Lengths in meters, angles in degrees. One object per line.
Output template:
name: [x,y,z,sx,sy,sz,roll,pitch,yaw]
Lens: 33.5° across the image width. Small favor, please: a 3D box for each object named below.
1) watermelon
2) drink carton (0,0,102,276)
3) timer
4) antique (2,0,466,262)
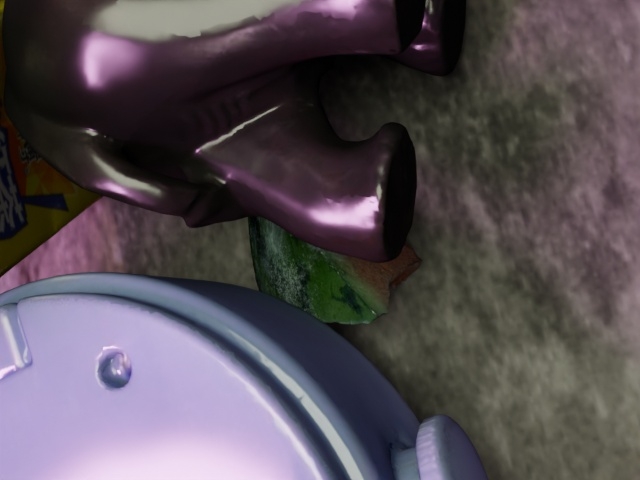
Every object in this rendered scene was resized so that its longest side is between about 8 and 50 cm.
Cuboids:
watermelon: [-0.010,-0.002,0.660,0.155,0.080,0.101,55,135,14]
drink carton: [-0.245,-0.028,0.563,0.111,0.351,0.155,-2,111,15]
timer: [-0.080,0.196,0.582,0.394,0.173,0.395,-2,84,22]
antique: [-0.051,-0.157,0.609,0.255,0.185,0.322,7,60,20]
